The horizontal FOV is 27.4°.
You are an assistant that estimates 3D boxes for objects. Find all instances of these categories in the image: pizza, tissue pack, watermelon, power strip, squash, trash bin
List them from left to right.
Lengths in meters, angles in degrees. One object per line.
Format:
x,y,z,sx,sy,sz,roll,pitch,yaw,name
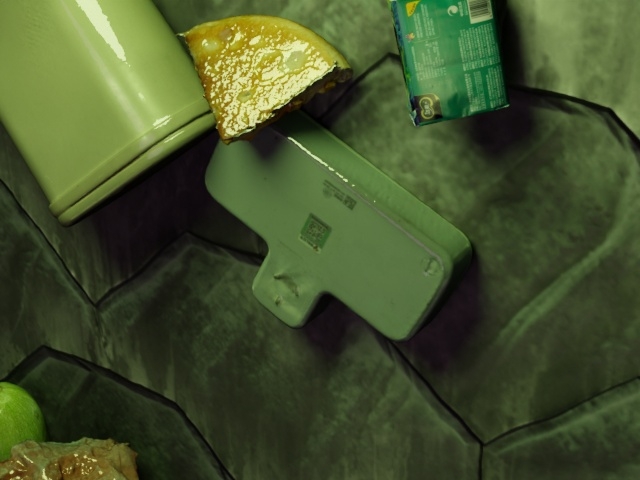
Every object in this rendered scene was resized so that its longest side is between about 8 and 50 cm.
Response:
-0.398,0.344,1.722,0.118,0.118,0.370,17,126,27,squash
-0.346,0.383,1.534,0.151,0.264,0.302,29,107,64,watermelon
-0.238,-0.166,1.305,0.243,0.121,0.247,-31,93,43,trash bin
-0.056,-0.144,1.196,0.178,0.041,0.130,2,74,21,pizza
0.000,0.000,1.267,0.265,0.059,0.193,38,128,11,power strip
0.104,-0.165,1.089,0.085,0.079,0.111,-13,114,2,tissue pack
